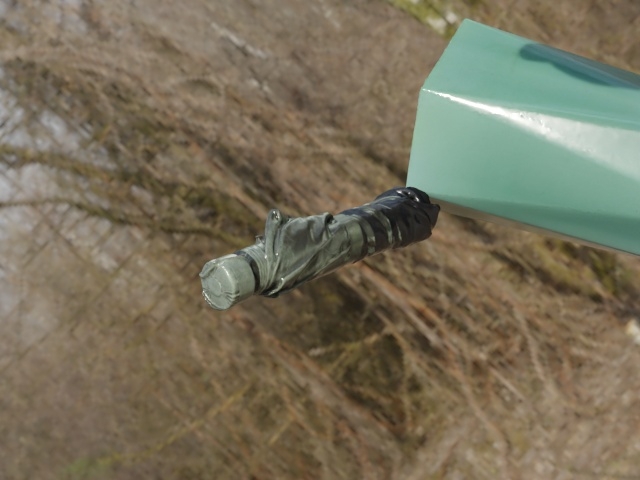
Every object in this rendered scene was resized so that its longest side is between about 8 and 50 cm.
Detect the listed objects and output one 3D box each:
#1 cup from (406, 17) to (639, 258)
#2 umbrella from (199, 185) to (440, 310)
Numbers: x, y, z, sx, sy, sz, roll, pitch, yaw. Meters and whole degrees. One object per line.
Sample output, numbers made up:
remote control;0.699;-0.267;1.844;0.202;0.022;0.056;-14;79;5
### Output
cup;0.192;-0.052;0.807;0.134;0.236;0.148;-36;-39;-52
umbrella;0.000;0.000;0.754;0.188;0.050;0.046;-20;-13;-40
